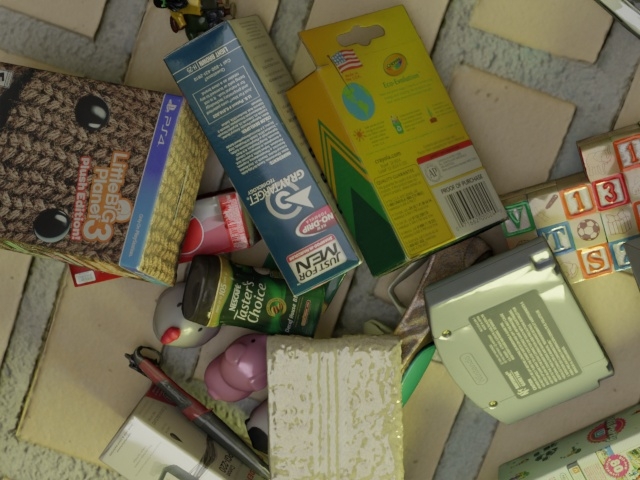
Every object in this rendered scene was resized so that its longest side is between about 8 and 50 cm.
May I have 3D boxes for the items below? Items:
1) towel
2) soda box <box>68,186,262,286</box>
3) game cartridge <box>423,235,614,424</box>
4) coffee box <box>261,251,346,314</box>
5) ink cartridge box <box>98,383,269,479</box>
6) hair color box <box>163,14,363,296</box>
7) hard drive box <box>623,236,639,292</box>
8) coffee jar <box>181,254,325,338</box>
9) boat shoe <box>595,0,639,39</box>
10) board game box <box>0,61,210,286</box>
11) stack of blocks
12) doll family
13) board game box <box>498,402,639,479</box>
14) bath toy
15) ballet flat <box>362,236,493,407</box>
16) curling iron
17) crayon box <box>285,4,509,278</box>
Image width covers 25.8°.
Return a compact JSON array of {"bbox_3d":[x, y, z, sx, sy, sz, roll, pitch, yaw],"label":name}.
[{"bbox_3d":[0.022,0.263,1.882,0.187,0.049,0.282,-1,97,-1],"label":"towel"},{"bbox_3d":[-0.218,-0.008,1.944,0.263,0.092,0.083,-12,97,10],"label":"soda box"},{"bbox_3d":[0.258,0.128,1.868,0.198,0.062,0.297,-21,134,14],"label":"game cartridge"},{"bbox_3d":[0.000,0.000,1.946,0.113,0.040,0.184,30,105,0],"label":"coffee box"},{"bbox_3d":[-0.185,0.314,1.983,0.218,0.158,0.092,37,104,-3],"label":"ink cartridge box"},{"bbox_3d":[-0.059,-0.115,1.820,0.105,0.174,0.347,-28,95,15],"label":"hair color box"},{"bbox_3d":[0.512,0.072,1.817,0.181,0.089,0.232,-20,137,12],"label":"hard drive box"},{"bbox_3d":[-0.092,0.078,1.888,0.184,0.079,0.096,11,103,-14],"label":"coffee jar"},{"bbox_3d":[0.383,-0.338,1.801,0.228,0.080,0.076,41,99,-5],"label":"boat shoe"},{"bbox_3d":[-0.317,-0.088,1.849,0.291,0.141,0.232,11,82,15],"label":"board game box"},{"bbox_3d":[0.387,-0.052,1.862,0.297,0.087,0.171,-17,101,11],"label":"stack of blocks"},{"bbox_3d":[-0.180,-0.357,1.870,0.111,0.076,0.193,-3,98,12],"label":"doll family"},{"bbox_3d":[0.432,0.366,1.953,0.303,0.097,0.224,-27,100,14],"label":"board game box"},{"bbox_3d":[-0.097,0.195,1.961,0.348,0.129,0.151,45,105,-4],"label":"bath toy"},{"bbox_3d":[0.124,0.117,1.941,0.106,0.107,0.316,36,100,18],"label":"ballet flat"},{"bbox_3d":[-0.168,0.241,1.987,0.274,0.068,0.035,40,103,10],"label":"curling iron"},{"bbox_3d":[0.090,-0.132,1.799,0.081,0.202,0.319,-30,83,50],"label":"crayon box"}]
